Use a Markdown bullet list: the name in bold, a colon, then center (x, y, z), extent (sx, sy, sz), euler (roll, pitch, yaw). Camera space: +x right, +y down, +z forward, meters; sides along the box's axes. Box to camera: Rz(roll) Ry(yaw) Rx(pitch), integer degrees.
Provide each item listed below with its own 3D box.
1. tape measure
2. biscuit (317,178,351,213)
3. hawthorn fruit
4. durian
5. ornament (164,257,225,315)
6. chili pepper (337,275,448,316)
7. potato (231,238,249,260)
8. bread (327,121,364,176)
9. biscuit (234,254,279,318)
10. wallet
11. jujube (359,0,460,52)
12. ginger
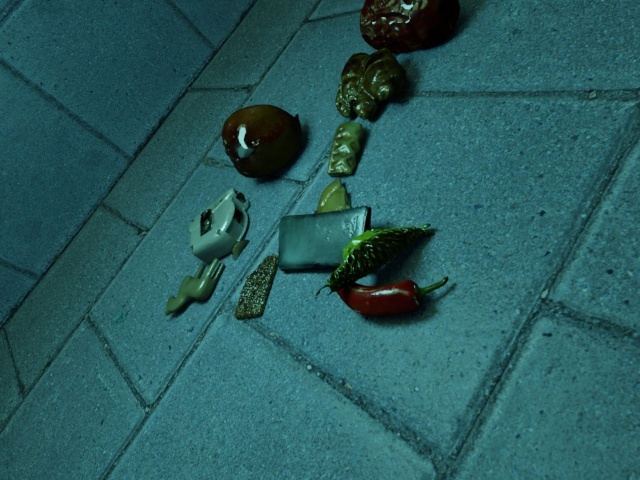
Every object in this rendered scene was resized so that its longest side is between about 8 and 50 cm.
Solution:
- **tape measure**: center (-0.413, -0.059, 1.979), extent (0.258, 0.130, 0.265), euler (-33, 40, 16)
- **biscuit**: center (0.049, -0.084, 1.616), extent (0.154, 0.045, 0.299), euler (-40, 38, 13)
- **hawthorn fruit**: center (-0.239, -0.405, 2.001), extent (0.308, 0.324, 0.309), euler (180, 90, -77)
- **durian**: center (0.130, 0.033, 1.317), extent (0.375, 0.107, 0.132), euler (-29, 13, -8)
- **ornament**: center (-0.502, 0.187, 1.905), extent (0.230, 0.061, 0.245), euler (-4, 52, 45)
- **chili pepper**: center (0.149, 0.135, 1.293), extent (0.368, 0.092, 0.137), euler (1, 52, 43)
- **potato**: center (-0.318, 0.026, 1.885), extent (0.093, 0.037, 0.036), euler (-54, 33, -6)
- **bread**: center (0.083, -0.332, 1.770), extent (0.128, 0.088, 0.232), euler (-10, 56, 49)
- **biscuit**: center (-0.220, 0.155, 1.685), extent (0.131, 0.026, 0.237), euler (-10, 52, 37)
- **wallet**: center (0.000, 0.000, 1.528), extent (0.378, 0.046, 0.191), euler (-6, 76, 45)
- **jujube**: center (0.327, -0.854, 1.851), extent (0.376, 0.276, 0.277), euler (19, 72, 38)
- **ginger**: center (0.180, -0.587, 1.834), extent (0.274, 0.152, 0.357), euler (-54, 36, -7)
